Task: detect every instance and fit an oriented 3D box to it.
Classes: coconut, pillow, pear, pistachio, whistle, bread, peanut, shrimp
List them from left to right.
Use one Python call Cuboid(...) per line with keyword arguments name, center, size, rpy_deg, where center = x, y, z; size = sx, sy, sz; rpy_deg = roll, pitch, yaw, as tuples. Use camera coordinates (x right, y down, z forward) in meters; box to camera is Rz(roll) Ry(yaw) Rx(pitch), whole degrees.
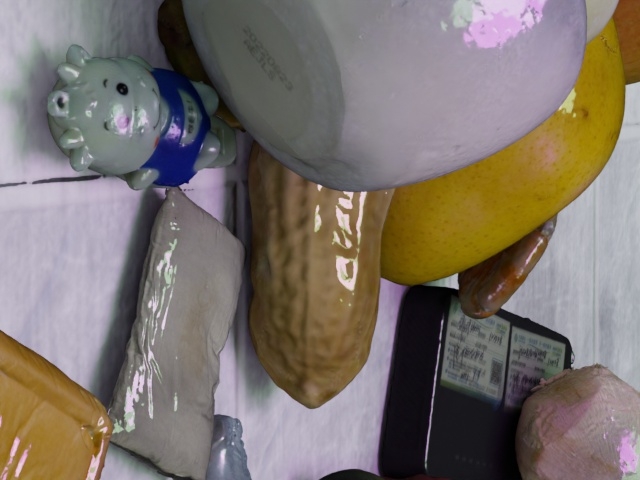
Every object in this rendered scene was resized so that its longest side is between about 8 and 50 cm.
Cuboid(name="bread", center=(-0.262, 0.121, 1.376), size=(0.288, 0.119, 0.152), rpy_deg=(40, 62, -51))
Cuboid(name="whistle", center=(-0.138, -0.093, 1.583), size=(0.244, 0.092, 0.110), rpy_deg=(12, 72, -57))
Cuboid(name="pillow", center=(-0.120, 0.082, 1.672), size=(0.148, 0.050, 0.230), rpy_deg=(44, 53, -59))
Cuboid(name="pistachio", center=(-0.086, -0.147, 1.704), size=(0.173, 0.049, 0.089), rpy_deg=(50, 52, -48))
Cuboid(name="whistle", center=(-0.073, 0.257, 1.709), size=(0.123, 0.123, 0.223), rpy_deg=(37, 47, -54))
Cuboid(name="peanut", center=(0.000, 0.000, 1.778), size=(0.147, 0.147, 0.305), rpy_deg=(4, 89, -59))
Cuboid(name="pear", center=(0.138, -0.123, 1.904), size=(0.336, 0.285, 0.285), rpy_deg=(-39, 138, 0))
Cuboid(name="shrimp", center=(0.198, -0.009, 2.066), size=(0.062, 0.154, 0.294), rpy_deg=(36, 16, -12))
Cuboid(name="coconut", center=(0.302, 0.237, 2.149), size=(0.194, 0.194, 0.194), rpy_deg=(-8, 100, -58))

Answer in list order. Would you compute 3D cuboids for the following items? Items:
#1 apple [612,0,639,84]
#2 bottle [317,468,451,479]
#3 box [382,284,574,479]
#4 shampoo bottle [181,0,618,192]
Cuboid(name="apple", center=(0.313, -0.328, 2.095), size=(0.339, 0.339, 0.340), rpy_deg=(-8, 100, -58))
Cuboid(name="bottle", center=(0.084, 0.305, 1.944), size=(0.271, 0.156, 0.143), rpy_deg=(18, 45, -58))
Cuboid(name="box", center=(0.179, 0.178, 2.162), size=(0.350, 0.058, 0.211), rpy_deg=(24, 70, -57))
Cuboid(name="shampoo bottle", center=(0.060, -0.206, 1.590), size=(0.317, 0.322, 0.322), rpy_deg=(-36, 126, -23))
